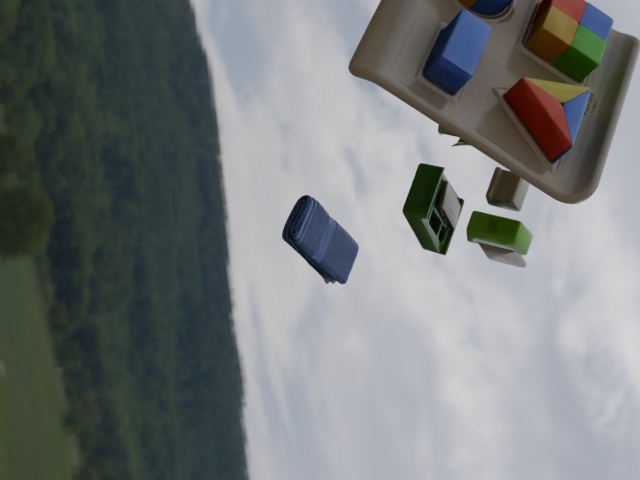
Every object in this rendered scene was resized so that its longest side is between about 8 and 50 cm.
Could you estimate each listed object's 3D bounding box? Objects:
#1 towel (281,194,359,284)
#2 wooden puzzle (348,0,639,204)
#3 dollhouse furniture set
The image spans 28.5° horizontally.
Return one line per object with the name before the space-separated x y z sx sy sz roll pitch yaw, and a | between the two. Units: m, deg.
towel | 0.000 0.000 1.535 0.029 0.119 0.067 4 -119 41
wooden puzzle | 0.244 -0.252 1.626 0.322 0.347 0.080 -65 -173 -34
dollhouse furniture set | 0.277 -0.125 1.930 0.302 0.197 0.151 -69 155 -14
